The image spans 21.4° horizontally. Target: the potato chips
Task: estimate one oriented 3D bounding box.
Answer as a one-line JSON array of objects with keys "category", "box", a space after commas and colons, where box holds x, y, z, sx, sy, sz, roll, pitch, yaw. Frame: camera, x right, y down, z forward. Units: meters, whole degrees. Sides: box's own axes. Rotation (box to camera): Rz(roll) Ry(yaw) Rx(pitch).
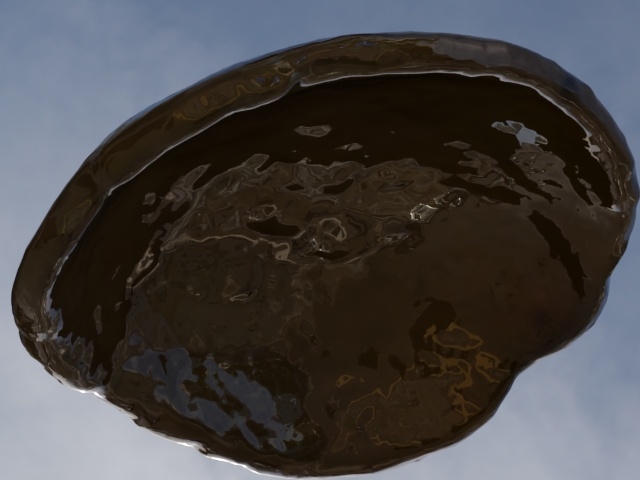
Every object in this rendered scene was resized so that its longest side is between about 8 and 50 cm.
[{"category": "potato chips", "box": [0.001, -0.001, 0.552, 0.195, 0.208, 0.062, 97, -21, -46]}]
